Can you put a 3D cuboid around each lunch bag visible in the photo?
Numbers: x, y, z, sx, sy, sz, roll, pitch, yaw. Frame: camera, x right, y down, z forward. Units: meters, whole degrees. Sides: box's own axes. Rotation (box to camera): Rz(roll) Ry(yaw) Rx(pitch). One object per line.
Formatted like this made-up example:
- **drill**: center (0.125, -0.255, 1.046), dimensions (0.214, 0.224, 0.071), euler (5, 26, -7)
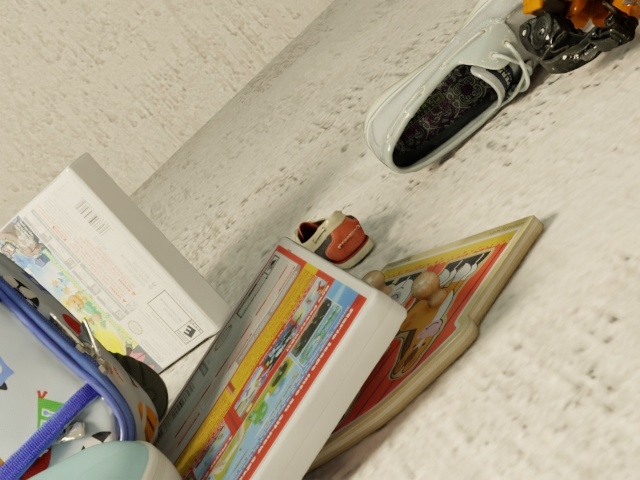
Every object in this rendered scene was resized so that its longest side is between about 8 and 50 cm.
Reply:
- **lunch bag**: center (-0.264, 0.154, 0.814), dimensions (0.303, 0.243, 0.115), euler (-46, -8, -1)

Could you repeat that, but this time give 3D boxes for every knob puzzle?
- **knob puzzle**: center (0.030, 0.063, 0.749), dimensions (0.213, 0.030, 0.213), euler (-41, 14, 12)

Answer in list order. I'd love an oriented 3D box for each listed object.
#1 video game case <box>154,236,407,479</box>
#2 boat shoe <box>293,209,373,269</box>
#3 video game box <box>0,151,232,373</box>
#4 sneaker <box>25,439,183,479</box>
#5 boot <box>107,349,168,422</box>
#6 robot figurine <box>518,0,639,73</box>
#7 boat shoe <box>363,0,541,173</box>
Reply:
- **video game case**: center (-0.046, 0.101, 0.777), dimensions (0.204, 0.025, 0.285), euler (-57, 13, -1)
- **boat shoe**: center (0.000, 0.000, 1.011), dimensions (0.049, 0.043, 0.137), euler (-49, 13, -15)
- **video game box**: center (-0.217, 0.048, 1.159), dimensions (0.187, 0.205, 0.048), euler (-36, 11, 27)
- **sneaker**: center (-0.233, 0.184, 0.631), dimensions (0.366, 0.150, 0.135), euler (-34, 19, -35)
- **boot**: center (-0.194, 0.150, 0.973), dimensions (0.208, 0.190, 0.076), euler (72, -163, -66)
- **robot figurine**: center (0.229, -0.222, 0.832), dimensions (0.291, 0.085, 0.211), euler (177, 104, -71)
- **boat shoe**: center (0.135, -0.135, 0.990), dimensions (0.227, 0.079, 0.081), euler (-41, 31, 11)
